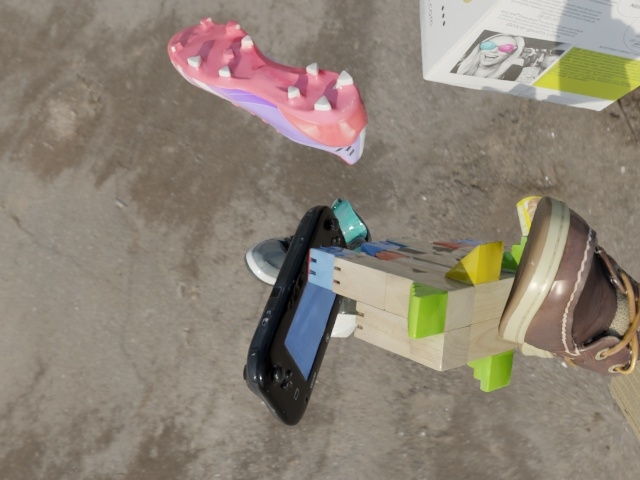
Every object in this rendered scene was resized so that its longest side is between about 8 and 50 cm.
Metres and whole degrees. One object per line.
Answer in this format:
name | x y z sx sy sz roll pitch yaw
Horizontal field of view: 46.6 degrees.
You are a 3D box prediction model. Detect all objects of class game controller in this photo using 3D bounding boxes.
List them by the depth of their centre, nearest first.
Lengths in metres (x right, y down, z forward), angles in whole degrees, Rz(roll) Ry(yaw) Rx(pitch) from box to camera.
game controller | -0.021 0.104 1.084 0.067 0.166 0.319 -4 48 31

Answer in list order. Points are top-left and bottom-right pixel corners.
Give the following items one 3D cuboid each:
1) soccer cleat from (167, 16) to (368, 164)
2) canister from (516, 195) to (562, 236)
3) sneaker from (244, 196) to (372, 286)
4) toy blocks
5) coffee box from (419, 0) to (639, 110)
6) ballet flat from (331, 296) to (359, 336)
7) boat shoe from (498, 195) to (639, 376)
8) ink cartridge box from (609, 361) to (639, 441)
soccer cleat | -0.059 -0.151 0.754 0.248 0.095 0.083 27 63 29
canister | 0.551 -0.017 1.813 0.126 0.073 0.169 5 64 -21
sneaker | 0.000 0.000 1.458 0.178 0.296 0.123 -43 71 33
toy blocks | 0.162 0.065 1.014 0.261 0.382 0.190 16 107 48
coffee box | 0.369 -0.432 1.091 0.339 0.334 0.337 6 71 -20
ballet flat | 0.023 0.135 1.405 0.280 0.095 0.096 -15 73 63
boat shoe | 0.237 0.057 0.652 0.123 0.342 0.123 16 78 22
ink cartridge box | 0.540 0.241 1.129 0.088 0.193 0.234 -10 37 -3
